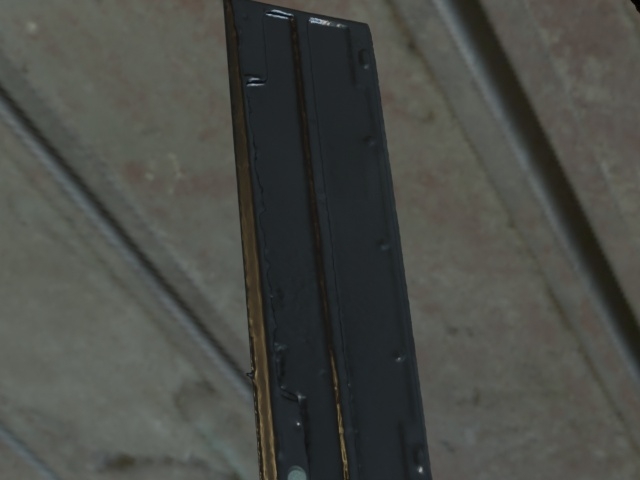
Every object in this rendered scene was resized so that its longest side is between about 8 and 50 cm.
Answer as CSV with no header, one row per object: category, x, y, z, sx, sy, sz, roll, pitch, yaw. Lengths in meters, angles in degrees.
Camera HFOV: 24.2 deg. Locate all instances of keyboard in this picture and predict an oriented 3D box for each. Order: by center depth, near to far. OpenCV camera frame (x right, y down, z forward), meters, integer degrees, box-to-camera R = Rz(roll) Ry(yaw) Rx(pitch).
keyboard,0.000,0.000,0.518,0.064,0.198,0.010,8,149,-25

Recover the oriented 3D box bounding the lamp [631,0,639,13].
lamp,0.241,-0.185,0.906,0.136,0.136,0.136,15,147,10
